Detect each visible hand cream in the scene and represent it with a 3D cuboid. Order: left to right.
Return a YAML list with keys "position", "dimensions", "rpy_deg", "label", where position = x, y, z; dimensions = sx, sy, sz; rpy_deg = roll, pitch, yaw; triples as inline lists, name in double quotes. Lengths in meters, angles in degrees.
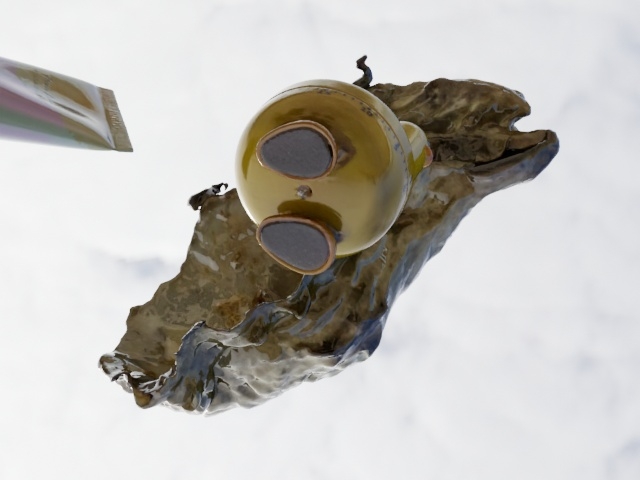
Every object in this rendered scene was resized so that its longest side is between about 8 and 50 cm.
- position: [-0.170, -0.068, 0.685]
  dimensions: [0.174, 0.047, 0.076]
  rpy_deg: [10, -156, -19]
  label: "hand cream"

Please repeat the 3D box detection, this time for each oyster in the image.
- position: [-0.002, -0.002, 1.051]
  dimensions: [0.337, 0.133, 0.198]
  rpy_deg: [-41, -146, -3]
  label: "oyster"

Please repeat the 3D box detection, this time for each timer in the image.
- position: [0.006, -0.045, 0.930]
  dimensions: [0.107, 0.107, 0.109]
  rpy_deg: [10, -153, 16]
  label: "timer"
